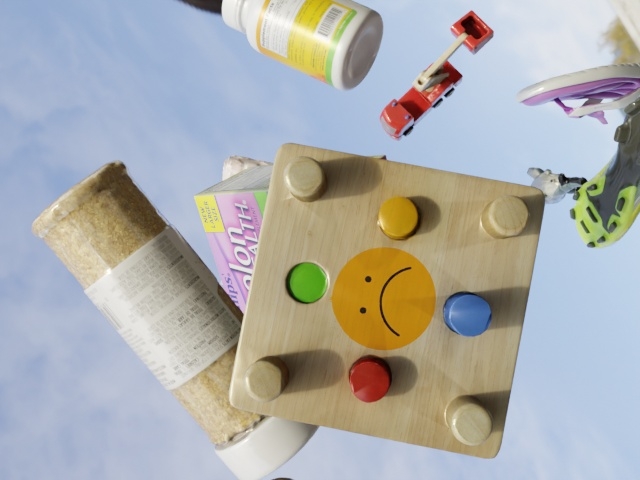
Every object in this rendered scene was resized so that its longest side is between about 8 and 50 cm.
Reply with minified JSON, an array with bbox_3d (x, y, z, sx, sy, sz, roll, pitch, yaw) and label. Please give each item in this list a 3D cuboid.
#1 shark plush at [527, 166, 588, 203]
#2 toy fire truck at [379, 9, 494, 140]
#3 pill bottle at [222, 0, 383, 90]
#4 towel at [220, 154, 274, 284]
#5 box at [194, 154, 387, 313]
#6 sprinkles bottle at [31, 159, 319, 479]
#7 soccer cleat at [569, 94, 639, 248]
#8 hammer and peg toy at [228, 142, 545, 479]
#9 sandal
[{"bbox_3d":[0.355,-0.085,1.268,0.067,0.161,0.073,8,-107,-6],"label":"shark plush"},{"bbox_3d":[0.164,-0.234,1.252,0.047,0.192,0.135,47,179,10],"label":"toy fire truck"},{"bbox_3d":[-0.034,-0.351,1.399,0.246,0.136,0.136,28,-155,19],"label":"pill bottle"},{"bbox_3d":[0.000,0.000,1.420,0.332,0.317,0.053,10,-128,0],"label":"towel"},{"bbox_3d":[-0.016,0.013,1.122,0.117,0.243,0.213,-33,-65,-44],"label":"box"},{"bbox_3d":[-0.147,0.087,0.911,0.355,0.121,0.121,52,-148,-7],"label":"sprinkles bottle"},{"bbox_3d":[0.419,-0.087,1.119,0.121,0.289,0.093,-17,-122,-19],"label":"soccer cleat"},{"bbox_3d":[0.057,0.107,0.792,0.127,0.266,0.361,48,-128,-86],"label":"hammer and peg toy"},{"bbox_3d":[0.593,-0.293,1.752,0.416,0.169,0.102,-9,-96,-24],"label":"sandal"}]
